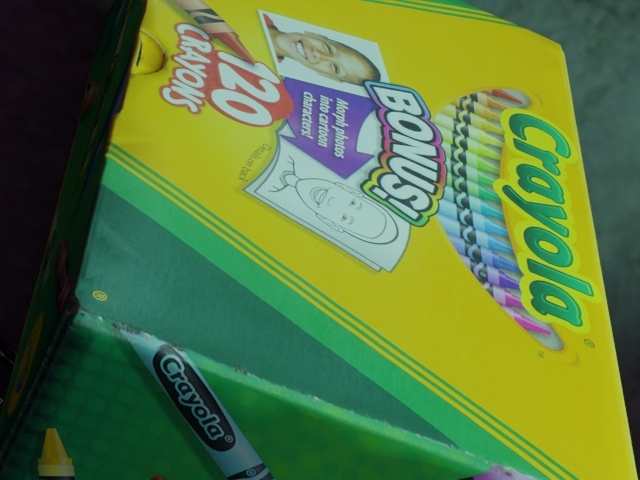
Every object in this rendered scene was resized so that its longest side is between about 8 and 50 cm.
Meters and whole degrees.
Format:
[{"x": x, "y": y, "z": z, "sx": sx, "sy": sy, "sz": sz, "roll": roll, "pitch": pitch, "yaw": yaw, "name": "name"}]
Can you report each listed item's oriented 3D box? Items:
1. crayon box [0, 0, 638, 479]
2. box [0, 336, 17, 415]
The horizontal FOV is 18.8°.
[{"x": 0.000, "y": 0.000, "z": 0.627, "sx": 0.165, "sy": 0.081, "sz": 0.278, "roll": 21, "pitch": 31, "yaw": -12, "name": "crayon box"}, {"x": -0.144, "y": 0.128, "z": 0.650, "sx": 0.147, "sy": 0.077, "sz": 0.180, "roll": 46, "pitch": 72, "yaw": -5, "name": "box"}]
